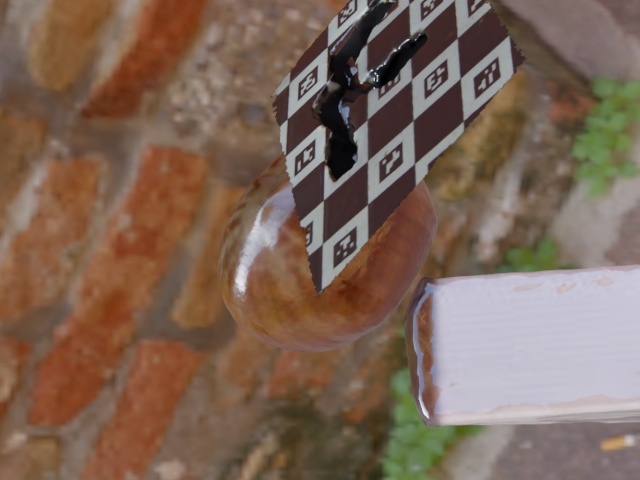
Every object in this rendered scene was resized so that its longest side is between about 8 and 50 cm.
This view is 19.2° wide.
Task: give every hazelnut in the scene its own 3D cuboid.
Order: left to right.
[{"bbox_3d":[-0.002,-0.002,1.707,0.212,0.181,0.181,-56,19,3],"label":"hazelnut"}]

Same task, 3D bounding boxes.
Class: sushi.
[{"bbox_3d":[0.052,-0.090,1.242,0.192,0.043,0.279,-49,26,16],"label":"sushi"}]

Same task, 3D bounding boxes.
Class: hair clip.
[{"bbox_3d":[0.205,0.040,0.832,0.331,0.101,0.085,-5,72,10],"label":"hair clip"}]

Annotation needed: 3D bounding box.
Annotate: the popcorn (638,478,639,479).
[{"bbox_3d":[0.290,0.179,1.122,0.225,0.276,0.276,35,109,28],"label":"popcorn"}]
